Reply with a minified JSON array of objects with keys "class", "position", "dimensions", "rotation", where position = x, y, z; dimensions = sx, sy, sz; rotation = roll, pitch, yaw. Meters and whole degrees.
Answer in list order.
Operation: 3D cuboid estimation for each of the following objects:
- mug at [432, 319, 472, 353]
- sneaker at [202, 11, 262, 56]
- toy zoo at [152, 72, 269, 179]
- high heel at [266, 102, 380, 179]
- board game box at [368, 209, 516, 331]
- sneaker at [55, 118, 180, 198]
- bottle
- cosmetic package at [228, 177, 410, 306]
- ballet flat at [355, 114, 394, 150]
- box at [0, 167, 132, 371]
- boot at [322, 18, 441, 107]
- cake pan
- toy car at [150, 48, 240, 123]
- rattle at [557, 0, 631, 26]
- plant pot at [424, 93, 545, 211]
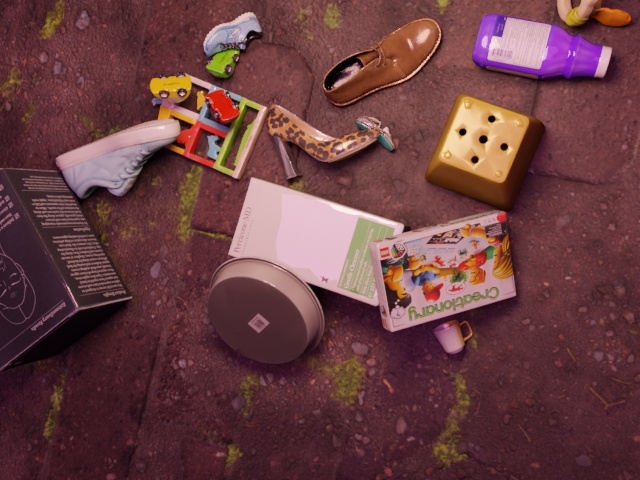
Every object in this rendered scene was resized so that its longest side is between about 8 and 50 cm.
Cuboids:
[{"class":"mug","position":[0.301,0.218,1.553],"dimensions":[0.078,0.062,0.064],"rotation":[-24,91,18]},{"class":"sneaker","position":[-0.211,-0.489,1.672],"dimensions":[0.162,0.063,0.073],"rotation":[-33,80,-12]},{"class":"toy zoo","position":[-0.293,-0.295,1.725],"dimensions":[0.293,0.030,0.192],"rotation":[24,94,13]},{"class":"high heel","position":[-0.002,-0.270,1.618],"dimensions":[0.261,0.093,0.186],"rotation":[-19,90,21]},{"class":"board game box","position":[0.265,0.062,1.479],"dimensions":[0.305,0.053,0.193],"rotation":[-14,103,-15]},{"class":"sneaker","position":[-0.483,-0.196,1.720],"dimensions":[0.366,0.135,0.150],"rotation":[-13,108,27]},{"class":"bottle","position":[0.482,-0.415,1.509],"dimensions":[0.283,0.092,0.118],"rotation":[14,93,13]},{"class":"cosmetic package","position":[0.000,0.000,1.583],"dimensions":[0.365,0.155,0.197],"rotation":[17,94,12]},{"class":"ballet flat","position":[0.137,-0.258,1.618],"dimensions":[0.114,0.041,0.041],"rotation":[39,97,10]},{"class":"box","position":[-0.714,0.065,1.706],"dimensions":[0.293,0.212,0.395],"rotation":[-34,81,19]},{"class":"boot","position":[0.141,-0.412,1.582],"dimensions":[0.305,0.115,0.112],"rotation":[-31,80,10]},{"class":"cake pan","position":[-0.135,0.172,1.583],"dimensions":[0.293,0.054,0.293],"rotation":[12,126,17]},{"class":"toy car","position":[-0.263,-0.387,1.676],"dimensions":[0.239,0.053,0.225],"rotation":[23,61,12]},{"class":"rattle","position":[0.586,-0.565,1.503],"dimensions":[0.143,0.130,0.199],"rotation":[-9,59,3]},{"class":"plant pot","position":[0.351,-0.201,1.487],"dimensions":[0.212,0.187,0.212],"rotation":[23,94,13]}]
